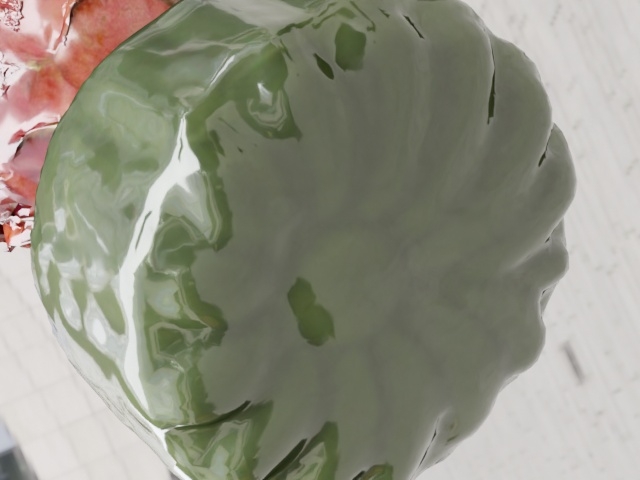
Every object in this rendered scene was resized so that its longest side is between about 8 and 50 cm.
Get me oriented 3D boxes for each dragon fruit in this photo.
[{"bbox_3d":[-0.167,-0.114,1.089,0.295,0.295,0.302,-124,29,-67],"label":"dragon fruit"}]

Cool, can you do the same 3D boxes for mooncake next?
[{"bbox_3d":[0.000,0.000,0.910,0.194,0.356,0.356,26,144,46],"label":"mooncake"}]
